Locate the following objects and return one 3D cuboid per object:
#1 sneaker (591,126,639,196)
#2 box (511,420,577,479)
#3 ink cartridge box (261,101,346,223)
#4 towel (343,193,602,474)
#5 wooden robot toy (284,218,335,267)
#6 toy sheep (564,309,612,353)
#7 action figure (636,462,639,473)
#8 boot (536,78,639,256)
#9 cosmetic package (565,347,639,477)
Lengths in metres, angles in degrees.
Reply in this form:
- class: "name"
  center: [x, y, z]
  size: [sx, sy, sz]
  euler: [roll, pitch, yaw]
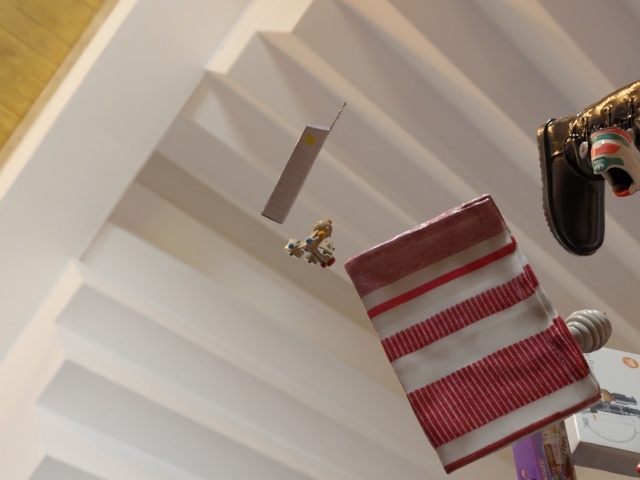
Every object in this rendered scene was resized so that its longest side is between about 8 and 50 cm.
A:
- class: "sneaker"
  center: [0.409, -0.080, 1.037]
  size: [0.161, 0.075, 0.057]
  euler: [31, -27, -28]
- class: "box"
  center: [0.506, 0.481, 1.802]
  size: [0.057, 0.293, 0.201]
  euler: [-20, -23, 35]
- class: "ink cartridge box"
  center: [-0.037, -0.201, 1.871]
  size: [0.072, 0.307, 0.303]
  euler: [26, 8, -2]
- class: "towel"
  center: [0.202, 0.119, 1.088]
  size: [0.329, 0.237, 0.037]
  euler: [65, 3, 22]
- class: "wooden robot toy"
  center: [0.000, 0.000, 1.471]
  size: [0.076, 0.079, 0.173]
  euler: [38, -18, -14]
- class: "toy sheep"
  center: [0.501, 0.174, 1.502]
  size: [0.091, 0.132, 0.091]
  euler: [38, -37, 36]
- class: "action figure"
  center: [0.665, 0.384, 1.245]
  size: [0.139, 0.091, 0.280]
  euler: [-13, 2, -33]
- class: "boot"
  center: [0.690, -0.155, 1.819]
  size: [0.445, 0.146, 0.367]
  euler: [164, -90, -69]
- class: "cosmetic package"
  center: [0.760, 0.433, 2.049]
  size: [0.284, 0.097, 0.377]
  euler: [13, 35, -2]
